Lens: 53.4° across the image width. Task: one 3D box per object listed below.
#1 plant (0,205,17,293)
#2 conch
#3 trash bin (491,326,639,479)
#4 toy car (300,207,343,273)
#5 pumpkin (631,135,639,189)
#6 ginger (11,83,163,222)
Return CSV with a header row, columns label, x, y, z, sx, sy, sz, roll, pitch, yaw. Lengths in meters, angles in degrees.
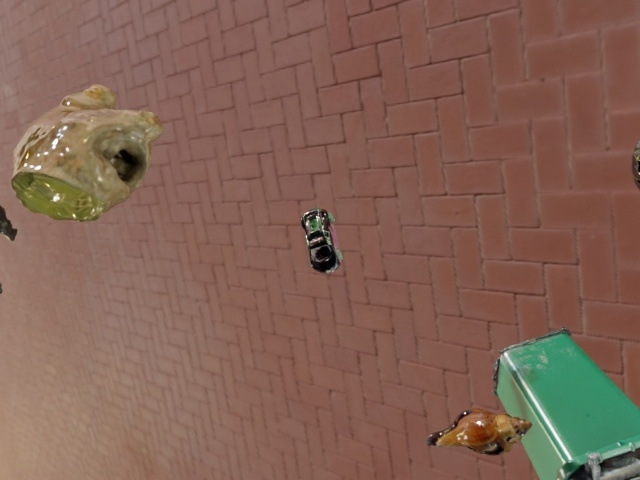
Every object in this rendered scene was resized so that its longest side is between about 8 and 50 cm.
label,x,y,z,sx,sy,sz,roll,pitch,yaw
plant,-0.503,-0.016,0.863,0.131,0.142,0.203,-25,83,10
conch,0.302,0.370,1.246,0.233,0.086,0.080,-3,129,47
trash bin,0.553,0.396,1.391,0.381,0.259,0.295,-116,12,-47
toy car,0.000,0.000,1.354,0.069,0.055,0.142,-18,78,21
pumpkin,0.859,-0.193,1.545,0.162,0.221,0.220,19,116,53
ginger,-0.323,-0.127,0.870,0.276,0.221,0.130,-10,136,33
